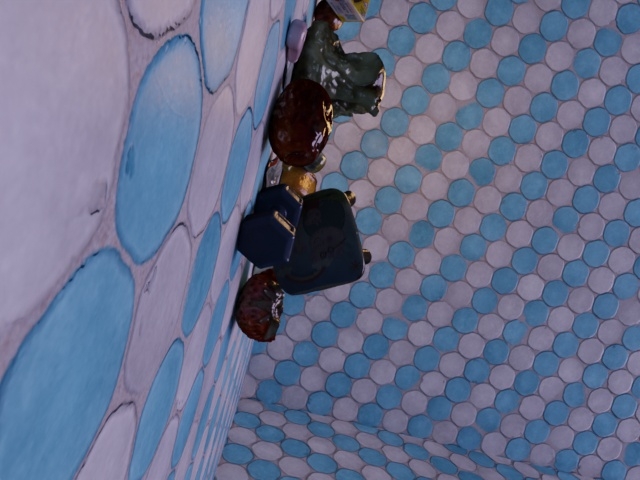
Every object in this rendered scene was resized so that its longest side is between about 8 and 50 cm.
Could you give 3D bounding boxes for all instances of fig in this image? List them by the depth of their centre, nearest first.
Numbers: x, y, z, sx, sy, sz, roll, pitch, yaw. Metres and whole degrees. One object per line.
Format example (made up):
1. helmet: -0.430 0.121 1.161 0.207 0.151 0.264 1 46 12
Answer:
1. fig: 0.030 -0.880 1.793 0.150 0.128 0.129 52 -46 51

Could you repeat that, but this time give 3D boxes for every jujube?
1. jujube: -0.057 -0.320 1.261 0.183 0.183 0.243 109 -14 -62

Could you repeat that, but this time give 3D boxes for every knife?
1. knife: -0.079 -0.484 1.288 0.336 0.043 0.081 122 -13 -75

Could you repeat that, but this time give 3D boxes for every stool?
1. stool: 0.000 0.000 1.553 0.226 0.310 0.311 -17 93 -72

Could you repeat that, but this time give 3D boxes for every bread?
1. bread: -0.116 -0.240 2.278 0.340 0.178 0.195 108 -4 -60

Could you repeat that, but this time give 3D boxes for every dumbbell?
1. dumbbell: -0.133 -0.049 1.299 0.316 0.156 0.144 -83 158 -67

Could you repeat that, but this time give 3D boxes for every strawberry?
1. strawberry: -0.226 0.221 1.640 0.336 0.149 0.265 173 -76 -76

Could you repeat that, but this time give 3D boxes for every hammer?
1. hammer: -0.100 -0.375 2.082 0.113 0.202 0.305 -43 180 33

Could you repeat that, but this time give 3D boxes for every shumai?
1. shumai: 0.062 -0.539 1.622 0.324 0.323 0.398 -81 -175 -46

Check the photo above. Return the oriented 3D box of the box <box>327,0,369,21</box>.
1. box: 0.092 -0.909 1.626 0.265 0.097 0.169 10 95 -67

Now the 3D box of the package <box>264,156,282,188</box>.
1. package: -0.164 -0.180 1.535 0.166 0.040 0.232 -63 168 -50

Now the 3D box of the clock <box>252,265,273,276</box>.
1. clock: -0.224 0.099 2.034 0.324 0.108 0.265 109 -6 -56
